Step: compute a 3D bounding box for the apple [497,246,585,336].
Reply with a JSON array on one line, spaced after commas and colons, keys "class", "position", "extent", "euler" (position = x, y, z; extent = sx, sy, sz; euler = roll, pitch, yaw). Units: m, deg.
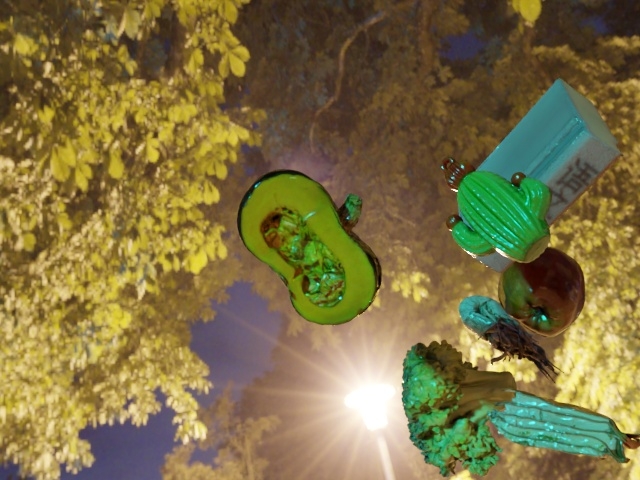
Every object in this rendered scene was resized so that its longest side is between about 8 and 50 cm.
[{"class": "apple", "position": [0.560, 0.126, 1.776], "extent": [0.234, 0.234, 0.234], "euler": [-11, -31, -6]}]

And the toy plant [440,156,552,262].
[{"class": "toy plant", "position": [0.281, -0.048, 1.176], "extent": [0.088, 0.240, 0.155], "euler": [3, -78, -42]}]

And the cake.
[{"class": "cake", "position": [0.473, 0.367, 1.372], "extent": [0.287, 0.098, 0.135], "euler": [12, -2, 20]}]

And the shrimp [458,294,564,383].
[{"class": "shrimp", "position": [0.518, 0.272, 1.928], "extent": [0.145, 0.343, 0.116], "euler": [-11, -46, -45]}]

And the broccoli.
[{"class": "broccoli", "position": [0.348, 0.387, 1.747], "extent": [0.280, 0.348, 0.293], "euler": [-12, 15, 23]}]

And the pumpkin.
[{"class": "pumpkin", "position": [0.000, 0.000, 1.403], "extent": [0.242, 0.325, 0.232], "euler": [-35, -3, 11]}]

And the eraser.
[{"class": "eraser", "position": [0.456, -0.138, 1.521], "extent": [0.122, 0.272, 0.359], "euler": [29, -56, -16]}]
